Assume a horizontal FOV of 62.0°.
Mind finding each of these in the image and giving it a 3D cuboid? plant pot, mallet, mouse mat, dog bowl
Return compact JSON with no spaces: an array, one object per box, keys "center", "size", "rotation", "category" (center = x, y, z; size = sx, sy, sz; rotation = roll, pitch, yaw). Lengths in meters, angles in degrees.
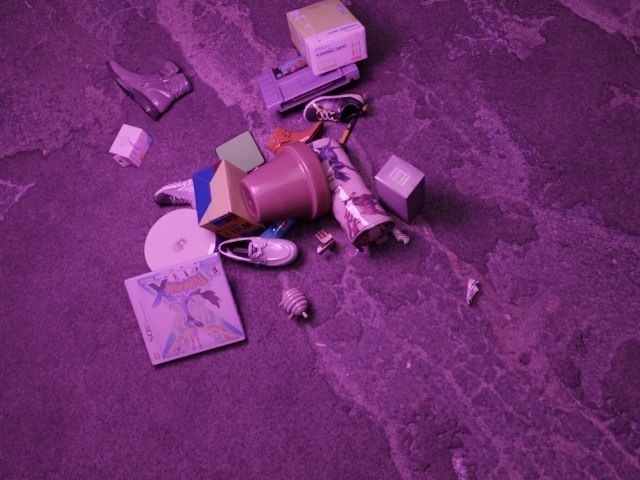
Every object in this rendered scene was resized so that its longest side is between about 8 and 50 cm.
[{"center":[-0.128,-0.165,1.715],"size":[0.229,0.263,0.263],"rotation":[-22,66,-19],"category":"plant pot"},{"center":[0.102,-0.384,1.911],"size":[0.062,0.039,0.189],"rotation":[27,74,20],"category":"mallet"},{"center":[-0.300,-0.315,1.966],"size":[0.153,0.007,0.189],"rotation":[-29,56,1],"category":"mouse mat"},{"center":[-0.465,0.028,1.843],"size":[0.265,0.104,0.264],"rotation":[-4,71,10],"category":"dog bowl"}]

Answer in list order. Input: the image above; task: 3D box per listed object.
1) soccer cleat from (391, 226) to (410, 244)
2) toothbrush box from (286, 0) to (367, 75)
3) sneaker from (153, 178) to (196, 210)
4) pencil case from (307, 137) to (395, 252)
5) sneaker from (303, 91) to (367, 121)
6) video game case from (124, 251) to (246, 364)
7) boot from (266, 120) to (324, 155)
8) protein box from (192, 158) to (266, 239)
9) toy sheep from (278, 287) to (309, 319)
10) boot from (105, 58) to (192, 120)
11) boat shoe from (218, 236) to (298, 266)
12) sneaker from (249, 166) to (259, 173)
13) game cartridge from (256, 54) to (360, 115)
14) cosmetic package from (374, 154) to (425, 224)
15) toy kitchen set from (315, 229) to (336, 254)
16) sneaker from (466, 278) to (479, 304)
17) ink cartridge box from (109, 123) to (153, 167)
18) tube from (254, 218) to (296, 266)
[{"center":[0.254,-0.016,1.752],"size":[0.083,0.029,0.035],"rotation":[32,76,15],"category":"soccer cleat"},{"center":[0.020,-0.748,1.938],"size":[0.206,0.122,0.283],"rotation":[-21,48,-7],"category":"toothbrush box"},{"center":[-0.487,-0.145,1.921],"size":[0.229,0.086,0.132],"rotation":[-20,71,3],"category":"sneaker"},{"center":[0.080,-0.163,1.761],"size":[0.160,0.183,0.410],"rotation":[-30,66,-5],"category":"pencil case"},{"center":[0.050,-0.467,1.906],"size":[0.235,0.084,0.097],"rotation":[-13,50,11],"category":"sneaker"},{"center":[-0.441,0.224,1.740],"size":[0.329,0.036,0.299],"rotation":[-17,94,5],"category":"video game case"},{"center":[-0.092,-0.379,1.929],"size":[0.152,0.073,0.197],"rotation":[32,77,24],"category":"boot"},{"center":[-0.307,-0.130,1.799],"size":[0.136,0.201,0.199],"rotation":[-21,67,22],"category":"protein box"},{"center":[-0.081,0.204,1.714],"size":[0.091,0.091,0.132],"rotation":[-42,63,-5],"category":"toy sheep"},{"center":[-0.681,-0.651,2.135],"size":[0.223,0.118,0.338],"rotation":[-44,79,-9],"category":"boot"},{"center":[-0.210,0.031,1.769],"size":[0.268,0.088,0.096],"rotation":[7,89,19],"category":"boat shoe"},{"center":[-0.221,-0.213,1.917],"size":[0.044,0.040,0.109],"rotation":[-29,62,11],"category":"sneaker"},{"center":[-0.054,-0.608,1.973],"size":[0.355,0.068,0.230],"rotation":[-23,53,3],"category":"game cartridge"},{"center":[0.256,-0.155,1.689],"size":[0.127,0.238,0.107],"rotation":[36,84,18],"category":"cosmetic package"},{"center":[0.000,0.000,1.767],"size":[0.068,0.083,0.075],"rotation":[-41,68,-5],"category":"toy kitchen set"},{"center":[0.470,0.159,1.643],"size":[0.037,0.032,0.083],"rotation":[7,73,14],"category":"sneaker"},{"center":[-0.727,-0.354,2.038],"size":[0.090,0.092,0.143],"rotation":[18,77,16],"category":"ink cartridge box"},{"center":[-0.172,-0.009,1.829],"size":[0.207,0.052,0.080],"rotation":[-47,66,0],"category":"tube"}]
